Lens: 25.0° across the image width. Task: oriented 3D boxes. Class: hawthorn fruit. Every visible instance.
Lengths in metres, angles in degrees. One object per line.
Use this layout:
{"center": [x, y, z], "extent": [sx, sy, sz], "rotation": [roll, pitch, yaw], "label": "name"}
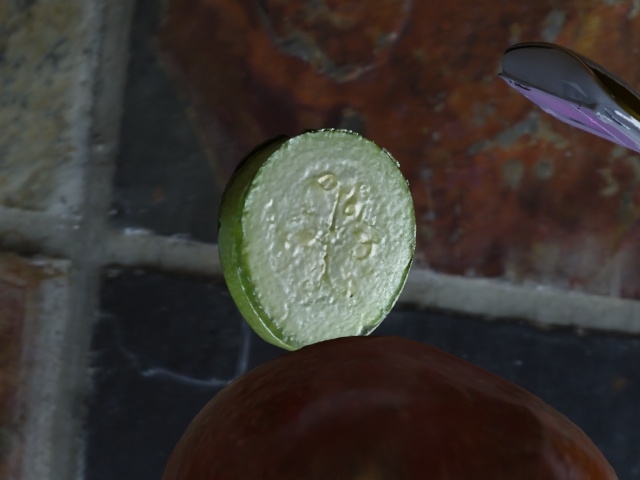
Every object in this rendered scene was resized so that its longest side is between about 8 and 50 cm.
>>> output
{"center": [0.042, 0.180, 0.799], "extent": [0.284, 0.284, 0.284], "rotation": [1, 88, -20], "label": "hawthorn fruit"}

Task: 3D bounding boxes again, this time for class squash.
{"center": [0.003, 0.000, 1.385], "extent": [0.219, 0.041, 0.219], "rotation": [-1, 92, -34], "label": "squash"}

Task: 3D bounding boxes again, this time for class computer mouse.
{"center": [0.330, -0.179, 1.780], "extent": [0.158, 0.310, 0.072], "rotation": [32, 93, -22], "label": "computer mouse"}
